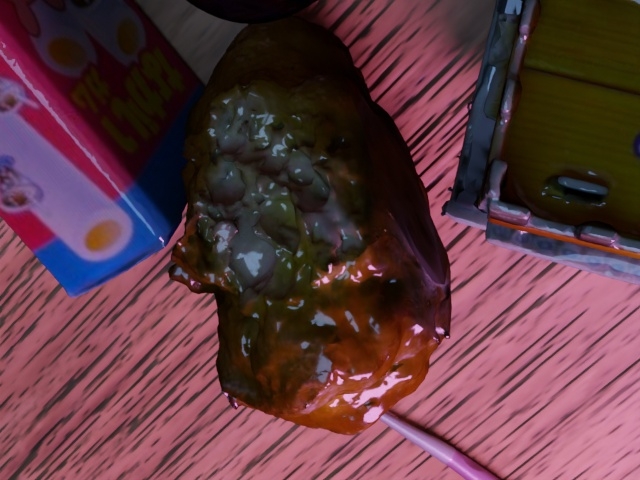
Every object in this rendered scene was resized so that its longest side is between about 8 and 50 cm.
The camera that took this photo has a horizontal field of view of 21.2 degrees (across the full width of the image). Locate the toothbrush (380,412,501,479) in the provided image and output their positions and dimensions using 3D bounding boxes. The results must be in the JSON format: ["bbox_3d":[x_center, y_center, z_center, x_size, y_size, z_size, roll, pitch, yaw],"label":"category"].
[{"bbox_3d":[0.115,0.174,1.290,0.286,0.020,0.025,37,115,-9],"label":"toothbrush"}]

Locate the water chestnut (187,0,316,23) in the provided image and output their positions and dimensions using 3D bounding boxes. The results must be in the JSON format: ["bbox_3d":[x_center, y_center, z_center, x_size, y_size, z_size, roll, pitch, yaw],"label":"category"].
[{"bbox_3d":[-0.025,-0.268,0.931,0.289,0.244,0.289,21,143,16],"label":"water chestnut"}]

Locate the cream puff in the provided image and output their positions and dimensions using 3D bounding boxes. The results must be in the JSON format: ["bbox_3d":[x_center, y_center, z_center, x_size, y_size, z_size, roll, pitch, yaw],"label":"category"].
[{"bbox_3d":[0.000,0.000,1.076,0.155,0.269,0.241,-16,127,21],"label":"cream puff"}]

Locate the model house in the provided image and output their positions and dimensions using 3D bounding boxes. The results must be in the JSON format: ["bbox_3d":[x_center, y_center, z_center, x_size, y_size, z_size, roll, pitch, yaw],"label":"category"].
[{"bbox_3d":[0.196,-0.073,1.010,0.224,0.215,0.198,12,83,6],"label":"model house"}]

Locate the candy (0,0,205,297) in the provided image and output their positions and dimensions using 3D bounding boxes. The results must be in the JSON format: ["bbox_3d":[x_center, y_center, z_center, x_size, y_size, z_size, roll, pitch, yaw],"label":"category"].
[{"bbox_3d":[-0.200,-0.129,1.106,0.100,0.157,0.306,-31,109,28],"label":"candy"}]
